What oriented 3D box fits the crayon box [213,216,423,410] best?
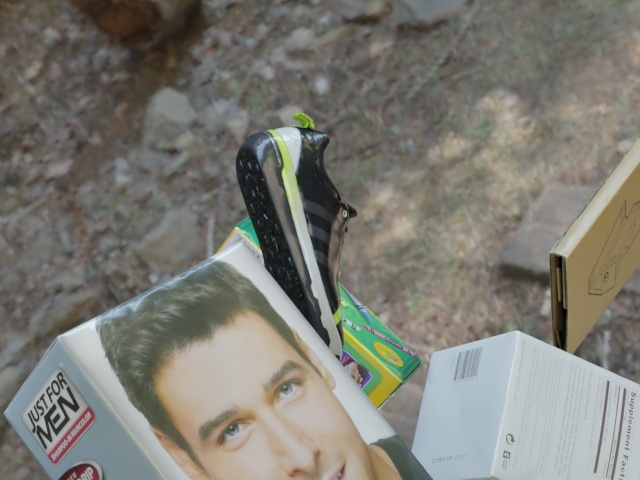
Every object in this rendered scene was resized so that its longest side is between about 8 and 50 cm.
[{"bbox_3d":[-0.034,0.121,1.579,0.165,0.278,0.081,-50,-7,27],"label":"crayon box"}]

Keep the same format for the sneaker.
[{"bbox_3d":[0.000,0.000,1.169,0.097,0.235,0.084,-17,5,-28],"label":"sneaker"}]

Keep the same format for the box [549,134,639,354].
[{"bbox_3d":[0.288,0.002,1.275,0.021,0.164,0.201,24,58,30],"label":"box"}]

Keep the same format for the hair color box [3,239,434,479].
[{"bbox_3d":[-0.024,0.201,0.887,0.185,0.374,0.113,-30,-13,-46],"label":"hair color box"}]

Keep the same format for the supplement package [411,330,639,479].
[{"bbox_3d":[0.223,0.194,1.168,0.139,0.244,0.134,-23,47,57],"label":"supplement package"}]
